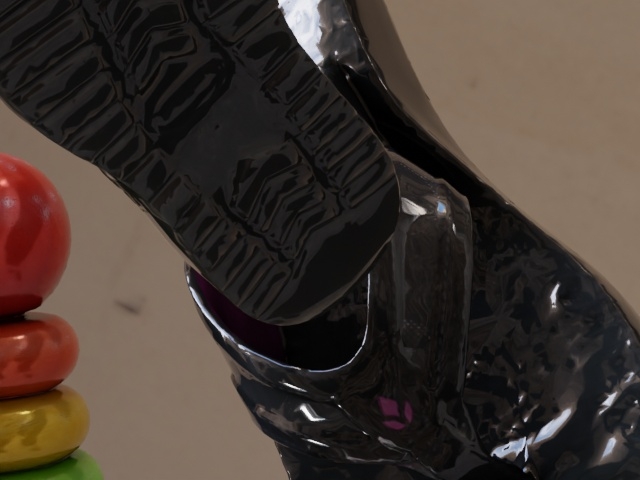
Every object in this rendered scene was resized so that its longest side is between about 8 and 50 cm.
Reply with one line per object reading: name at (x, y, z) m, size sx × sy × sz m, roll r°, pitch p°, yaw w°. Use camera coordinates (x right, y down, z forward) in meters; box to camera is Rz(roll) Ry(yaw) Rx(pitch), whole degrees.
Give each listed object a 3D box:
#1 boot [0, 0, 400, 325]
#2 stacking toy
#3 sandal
boot at (-0.070, -0.071, 0.447) m, size 0.077 × 0.137 × 0.198 m, roll -39°, pitch -43°, yaw -13°
stacking toy at (-0.160, 0.120, 0.920) m, size 0.141 × 0.141 × 0.330 m, roll -16°, pitch -75°, yaw -62°
sandal at (-0.002, 0.001, 0.776) m, size 0.107 × 0.445 × 0.167 m, roll 18°, pitch -58°, yaw -46°
